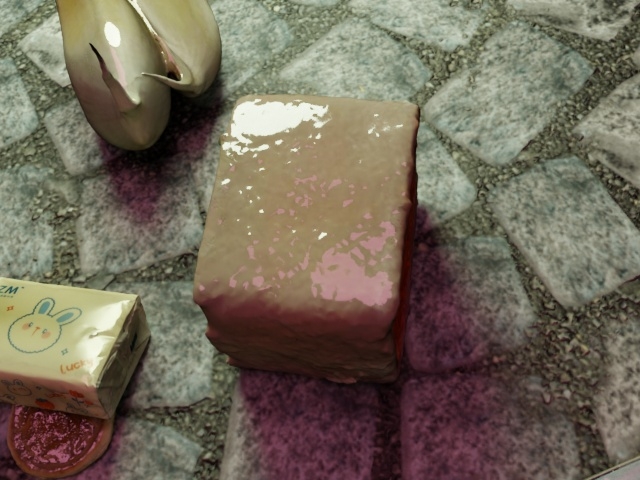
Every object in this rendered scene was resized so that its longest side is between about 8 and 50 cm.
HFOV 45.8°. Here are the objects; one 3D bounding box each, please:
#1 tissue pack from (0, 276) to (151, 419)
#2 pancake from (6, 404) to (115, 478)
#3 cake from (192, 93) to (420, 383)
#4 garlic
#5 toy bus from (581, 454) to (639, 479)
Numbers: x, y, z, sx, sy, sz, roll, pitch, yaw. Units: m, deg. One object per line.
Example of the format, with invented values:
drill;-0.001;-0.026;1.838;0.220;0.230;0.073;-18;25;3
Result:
tissue pack;-0.327;0.127;0.921;0.196;0.092;0.148;5;44;10
pancake;-0.316;0.222;0.927;0.139;0.022;0.140;-2;63;4
cake;0.000;0.000;0.891;0.229;0.237;0.309;2;66;11
garlic;-0.237;-0.266;1.051;0.231;0.246;0.340;-18;47;-16
toy bus;0.309;0.292;0.749;0.289;0.157;0.140;-23;62;-7
